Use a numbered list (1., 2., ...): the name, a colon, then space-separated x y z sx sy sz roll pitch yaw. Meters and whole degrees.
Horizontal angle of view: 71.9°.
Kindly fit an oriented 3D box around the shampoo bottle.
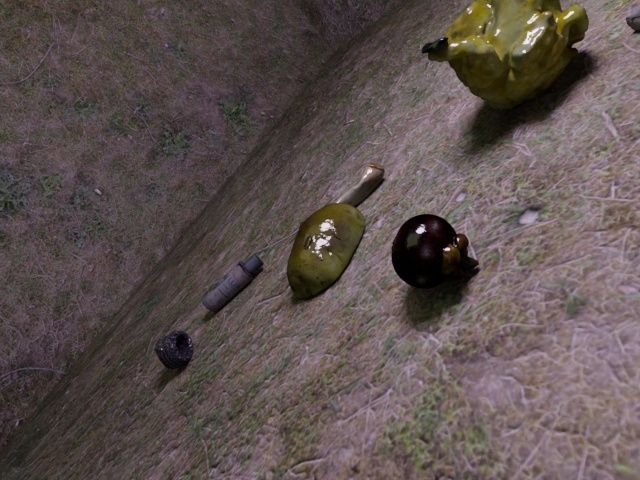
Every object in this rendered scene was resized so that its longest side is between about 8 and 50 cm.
1. shampoo bottle: -0.263 0.125 1.331 0.214 0.072 0.072 -42 23 7

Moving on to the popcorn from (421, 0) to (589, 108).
1. popcorn: 0.396 -0.405 0.907 0.293 0.237 0.293 -37 19 15

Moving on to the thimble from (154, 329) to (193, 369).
1. thimble: -0.404 0.306 1.236 0.066 0.095 0.104 -30 -11 10

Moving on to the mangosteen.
1. mangosteen: 0.184 0.020 0.712 0.140 0.140 0.140 -36 24 19

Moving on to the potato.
1. potato: 0.000 0.000 1.050 0.160 0.111 0.272 -17 35 51

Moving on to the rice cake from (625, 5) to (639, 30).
1. rice cake: 0.617 -0.388 0.755 0.036 0.047 0.207 -56 19 13

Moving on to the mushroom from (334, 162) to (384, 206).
1. mushroom: 0.088 -0.123 1.173 0.202 0.059 0.054 -48 38 3
